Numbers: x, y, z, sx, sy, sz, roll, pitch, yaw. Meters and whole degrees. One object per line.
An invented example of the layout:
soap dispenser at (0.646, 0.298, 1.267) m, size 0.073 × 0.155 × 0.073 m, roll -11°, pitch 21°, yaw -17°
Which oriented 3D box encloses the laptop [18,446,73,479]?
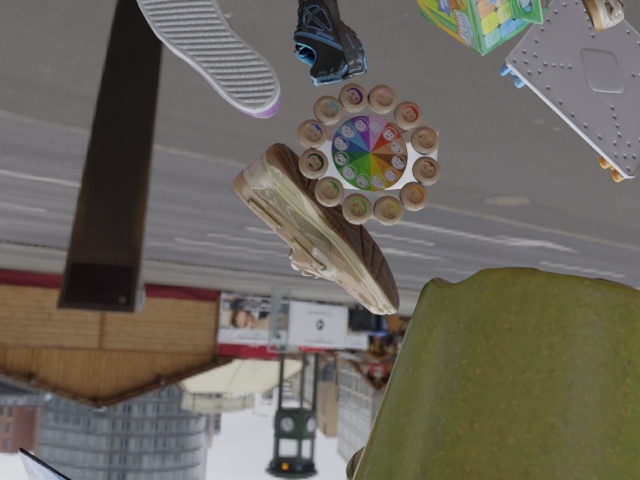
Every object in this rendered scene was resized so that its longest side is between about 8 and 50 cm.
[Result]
laptop at (-0.265, 0.530, 0.875) m, size 0.381 × 0.408 × 0.236 m, roll 23°, pitch 169°, yaw 21°

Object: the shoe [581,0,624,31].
shoe at (0.514, -0.423, 1.308) m, size 0.058 × 0.077 × 0.219 m, roll -26°, pitch -178°, yaw 28°

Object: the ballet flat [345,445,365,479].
ballet flat at (0.192, 0.466, 1.188) m, size 0.348 × 0.123 × 0.123 m, roll 42°, pitch 180°, yaw 12°

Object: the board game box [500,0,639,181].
board game box at (0.643, -0.384, 1.690) m, size 0.390 × 0.390 × 0.050 m, roll 42°, pitch 151°, yaw -3°

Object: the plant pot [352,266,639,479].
plant pot at (0.121, 0.162, 0.423) m, size 0.276 × 0.254 × 0.276 m, roll 13°, pitch 162°, yaw 4°

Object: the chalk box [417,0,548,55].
chalk box at (0.333, -0.514, 1.465) m, size 0.179 × 0.289 × 0.180 m, roll -35°, pitch 138°, yaw -4°

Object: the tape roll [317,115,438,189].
tape roll at (0.117, -0.200, 1.599) m, size 0.286 × 0.100 × 0.286 m, roll 0°, pitch -158°, yaw 0°

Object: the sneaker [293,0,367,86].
sneaker at (-0.014, -0.505, 1.696) m, size 0.139 × 0.341 × 0.125 m, roll -23°, pitch 150°, yaw -2°

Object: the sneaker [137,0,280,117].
sneaker at (-0.164, -0.290, 1.069) m, size 0.102 × 0.282 × 0.161 m, roll -37°, pitch -178°, yaw 3°

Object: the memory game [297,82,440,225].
memory game at (0.062, -0.107, 0.883) m, size 0.186 × 0.186 × 0.012 m, roll 5°, pitch 166°, yaw -12°

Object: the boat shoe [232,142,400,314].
boat shoe at (0.000, 0.000, 1.179) m, size 0.110 × 0.341 × 0.122 m, roll -36°, pitch -167°, yaw 21°
